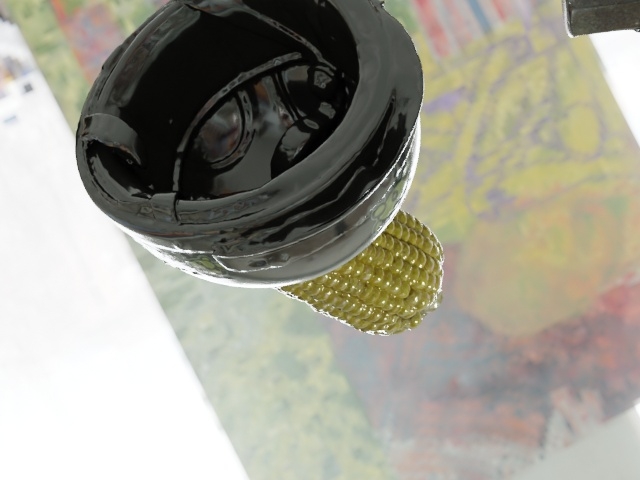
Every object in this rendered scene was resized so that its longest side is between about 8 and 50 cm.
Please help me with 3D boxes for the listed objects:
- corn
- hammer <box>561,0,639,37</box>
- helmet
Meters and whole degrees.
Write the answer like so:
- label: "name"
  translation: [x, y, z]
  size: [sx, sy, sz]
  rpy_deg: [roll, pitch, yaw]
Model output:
- label: "corn"
  translation: [0.000, 0.000, 1.708]
  size: [0.130, 0.130, 0.347]
  rpy_deg: [-28, 143, 32]
- label: "hammer"
  translation: [0.337, -0.356, 1.645]
  size: [0.243, 0.408, 0.095]
  rpy_deg: [-3, -133, 8]
- label: "helmet"
  translation: [-0.027, -0.062, 1.244]
  size: [0.279, 0.160, 0.230]
  rpy_deg: [24, -109, 37]
